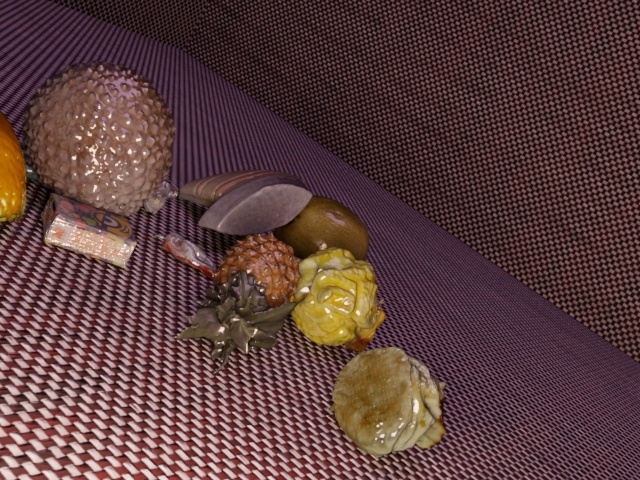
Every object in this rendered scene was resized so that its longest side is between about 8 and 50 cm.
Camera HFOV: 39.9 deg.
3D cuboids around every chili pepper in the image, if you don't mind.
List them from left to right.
[{"bbox_3d":[-0.256,0.026,1.712,0.153,0.041,0.050,33,56,10],"label":"chili pepper"}]

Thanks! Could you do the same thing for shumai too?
[{"bbox_3d":[0.117,0.269,1.437,0.184,0.184,0.142,45,-3,47],"label":"shumai"}]

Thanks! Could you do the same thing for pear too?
[{"bbox_3d":[0.000,0.000,2.017,0.211,0.188,0.228,24,17,-12],"label":"pear"}]

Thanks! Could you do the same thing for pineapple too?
[{"bbox_3d":[-0.126,0.112,1.495,0.165,0.165,0.364,29,22,-5],"label":"pineapple"},{"bbox_3d":[0.078,0.173,1.782,0.069,0.137,0.116,24,57,-13],"label":"pineapple"}]

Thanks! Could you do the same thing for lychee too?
[{"bbox_3d":[-0.413,-0.184,1.638,0.300,0.300,0.300,28,14,-8],"label":"lychee"}]

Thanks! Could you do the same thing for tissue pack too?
[{"bbox_3d":[-0.401,-0.017,1.521,0.148,0.060,0.108,21,15,-29],"label":"tissue pack"}]

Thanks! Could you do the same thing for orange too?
[{"bbox_3d":[-0.600,-0.142,1.371,0.262,0.196,0.334,0,37,-38],"label":"orange"}]

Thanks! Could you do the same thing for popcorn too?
[{"bbox_3d":[0.019,0.108,1.696,0.167,0.185,0.187,26,32,-31],"label":"popcorn"}]

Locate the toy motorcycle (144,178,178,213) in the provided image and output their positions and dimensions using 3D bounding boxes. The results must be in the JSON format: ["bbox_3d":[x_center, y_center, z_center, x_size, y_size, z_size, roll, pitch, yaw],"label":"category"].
[{"bbox_3d":[-0.364,-0.115,1.913,0.122,0.080,0.215,32,10,9],"label":"toy motorcycle"}]

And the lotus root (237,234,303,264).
[{"bbox_3d":[-0.070,0.076,1.854,0.261,0.074,0.170,27,16,-1],"label":"lotus root"}]

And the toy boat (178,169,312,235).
[{"bbox_3d":[-0.163,-0.108,1.984,0.276,0.111,0.293,-14,29,-14],"label":"toy boat"}]

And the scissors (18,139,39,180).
[{"bbox_3d":[-0.539,-0.168,1.816,0.138,0.041,0.289,36,18,16],"label":"scissors"}]
